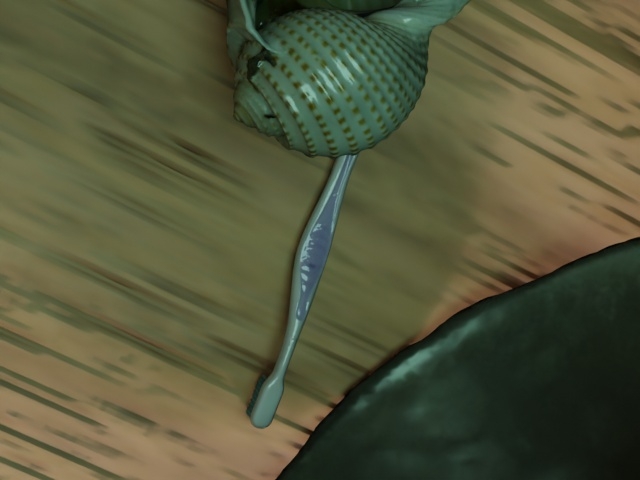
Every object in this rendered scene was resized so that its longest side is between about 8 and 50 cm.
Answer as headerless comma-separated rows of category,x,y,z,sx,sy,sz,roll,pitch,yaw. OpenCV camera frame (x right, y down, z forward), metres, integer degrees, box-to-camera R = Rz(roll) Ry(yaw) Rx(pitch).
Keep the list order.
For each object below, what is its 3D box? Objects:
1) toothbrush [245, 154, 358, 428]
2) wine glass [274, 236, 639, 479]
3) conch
toothbrush,0.000,0.000,0.616,0.011,0.013,0.131,16,97,-28
wine glass,0.171,0.221,0.596,0.267,0.267,0.406,-40,115,-3
conch,0.003,-0.065,0.579,0.085,0.056,0.076,-36,95,-36
